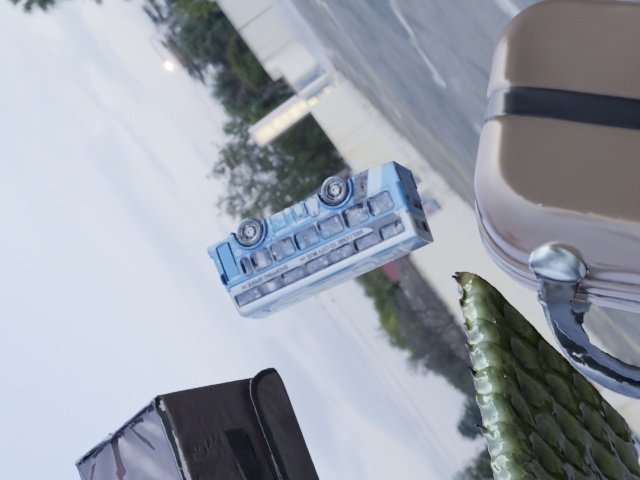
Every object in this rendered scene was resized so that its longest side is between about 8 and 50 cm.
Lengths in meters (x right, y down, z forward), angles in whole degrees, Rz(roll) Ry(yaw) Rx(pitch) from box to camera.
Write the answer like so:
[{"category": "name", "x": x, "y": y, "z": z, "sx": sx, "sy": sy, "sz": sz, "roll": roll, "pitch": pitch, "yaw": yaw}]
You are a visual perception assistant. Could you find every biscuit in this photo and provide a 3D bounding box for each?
[{"category": "biscuit", "x": 0.103, "y": 0.118, "z": 0.349, "sx": 0.139, "sy": 0.016, "sz": 0.231, "roll": 43, "pitch": -153, "yaw": -26}]

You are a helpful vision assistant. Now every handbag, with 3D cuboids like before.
[{"category": "handbag", "x": 0.254, "y": -0.025, "z": 0.669, "sx": 0.302, "sy": 0.283, "sz": 0.149, "roll": 12, "pitch": 163, "yaw": 19}]

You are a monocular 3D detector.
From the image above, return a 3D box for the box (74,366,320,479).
[{"category": "box", "x": -0.103, "y": 0.274, "z": 0.899, "sx": 0.153, "sy": 0.188, "sz": 0.252, "roll": 1, "pitch": -122, "yaw": -42}]

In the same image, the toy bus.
[{"category": "toy bus", "x": 0.000, "y": 0.000, "z": 1.319, "sx": 0.130, "sy": 0.297, "sz": 0.106, "roll": 68, "pitch": -162, "yaw": 13}]
